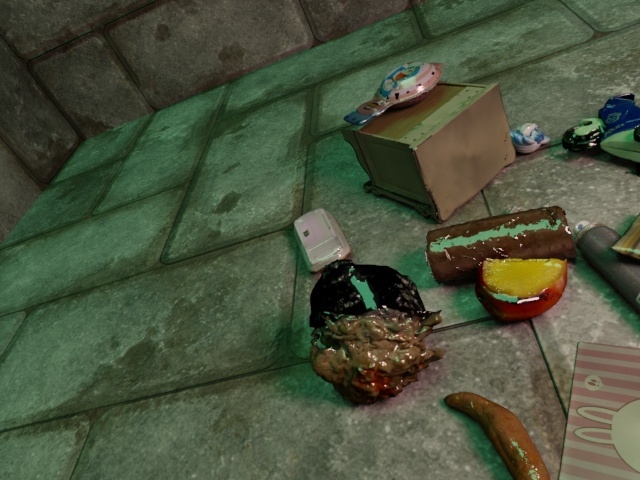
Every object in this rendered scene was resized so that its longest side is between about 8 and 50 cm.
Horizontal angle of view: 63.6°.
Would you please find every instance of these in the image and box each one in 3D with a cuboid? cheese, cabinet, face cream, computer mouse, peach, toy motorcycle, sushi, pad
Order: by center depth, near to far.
[{"bbox_3d":[0.465,0.278,0.747,0.202,0.005,0.299,2,45,34],"label":"pad"},{"bbox_3d":[0.545,0.053,0.915,0.073,0.073,0.283,-24,36,5],"label":"face cream"},{"bbox_3d":[0.087,0.174,0.953,0.238,0.225,0.218,-42,31,42],"label":"sushi"},{"bbox_3d":[0.377,0.089,0.969,0.172,0.092,0.127,-16,41,-3],"label":"peach"},{"bbox_3d":[0.720,-0.244,1.138,0.196,0.125,0.331,-43,34,-19],"label":"toy motorcycle"},{"bbox_3d":[0.188,-0.372,1.300,0.286,0.074,0.189,-34,31,-8],"label":"cheese"},{"bbox_3d":[0.271,-0.249,1.347,0.290,0.227,0.318,-40,35,-15],"label":"cabinet"},{"bbox_3d":[0.000,0.000,1.352,0.126,0.056,0.245,-28,36,1],"label":"computer mouse"}]

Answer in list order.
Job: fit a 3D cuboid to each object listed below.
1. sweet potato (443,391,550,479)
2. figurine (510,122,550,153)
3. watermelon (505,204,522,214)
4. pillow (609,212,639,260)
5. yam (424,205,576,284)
[{"bbox_3d":[0.281,0.305,0.793,0.078,0.058,0.255,-48,31,7],"label":"sweet potato"},{"bbox_3d":[0.520,-0.267,1.324,0.115,0.078,0.114,2,29,-1],"label":"figurine"},{"bbox_3d":[0.420,-0.051,1.136,0.085,0.061,0.085,-10,36,8],"label":"watermelon"},{"bbox_3d":[0.640,0.005,0.881,0.212,0.052,0.208,25,40,36],"label":"pillow"},{"bbox_3d":[0.360,0.007,1.056,0.280,0.131,0.131,-13,38,18],"label":"yam"}]
